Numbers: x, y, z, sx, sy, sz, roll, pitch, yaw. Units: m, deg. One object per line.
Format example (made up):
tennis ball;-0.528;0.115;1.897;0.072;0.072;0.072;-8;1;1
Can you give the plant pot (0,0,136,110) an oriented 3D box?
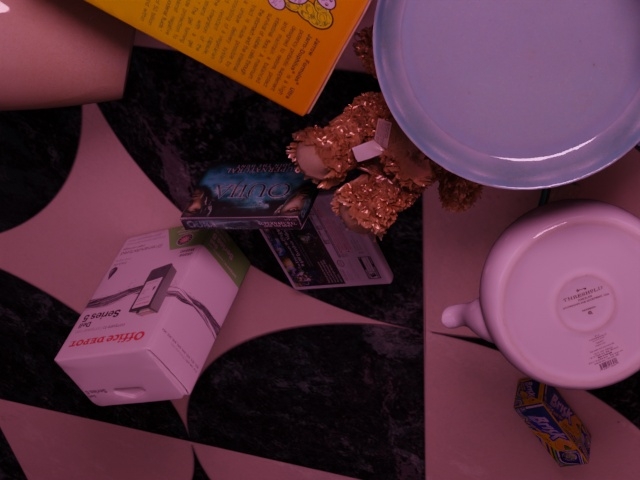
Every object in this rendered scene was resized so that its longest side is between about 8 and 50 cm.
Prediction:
plant pot;-0.376;-0.269;1.288;0.274;0.256;0.256;9;140;-11

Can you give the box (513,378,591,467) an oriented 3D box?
box;0.380;0.297;1.660;0.054;0.059;0.169;-19;125;35

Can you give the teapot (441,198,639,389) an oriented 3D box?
teapot;0.319;0.055;1.287;0.256;0.187;0.252;22;101;-2

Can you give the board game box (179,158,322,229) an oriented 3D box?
board game box;-0.093;-0.066;1.436;0.186;0.126;0.026;-1;134;24

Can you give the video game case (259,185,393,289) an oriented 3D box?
video game case;0.000;0.000;1.545;0.173;0.022;0.190;-6;132;28

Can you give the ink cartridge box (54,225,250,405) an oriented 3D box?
ink cartridge box;-0.256;0.111;1.583;0.198;0.273;0.115;-11;129;32

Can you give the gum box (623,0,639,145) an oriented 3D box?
gum box;0.375;-0.214;1.102;0.157;0.041;0.184;42;120;-20

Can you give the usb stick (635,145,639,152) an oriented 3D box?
usb stick;0.331;-0.187;1.182;0.278;0.045;0.077;38;130;-16

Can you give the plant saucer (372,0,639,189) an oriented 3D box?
plant saucer;0.214;-0.212;1.058;0.318;0.043;0.317;2;106;7

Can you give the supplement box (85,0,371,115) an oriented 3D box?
supplement box;-0.109;-0.334;1.108;0.357;0.194;0.195;27;139;-6

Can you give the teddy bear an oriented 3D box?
teddy bear;0.117;-0.137;1.214;0.245;0.113;0.338;39;120;5

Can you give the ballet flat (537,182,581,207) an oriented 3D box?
ballet flat;0.308;-0.016;1.367;0.052;0.057;0.168;9;138;0
